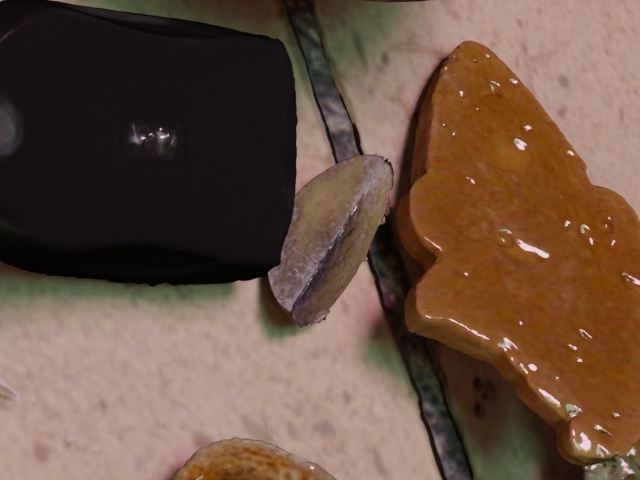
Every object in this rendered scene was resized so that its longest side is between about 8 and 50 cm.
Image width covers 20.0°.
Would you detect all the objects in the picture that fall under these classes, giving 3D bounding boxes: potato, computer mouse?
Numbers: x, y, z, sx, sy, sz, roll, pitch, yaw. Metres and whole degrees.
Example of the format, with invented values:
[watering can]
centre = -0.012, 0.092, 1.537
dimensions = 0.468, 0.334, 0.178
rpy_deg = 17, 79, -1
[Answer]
[potato]
centre = 0.001, 0.000, 0.879
dimensions = 0.093, 0.036, 0.037
rpy_deg = -59, 152, -16
[computer mouse]
centre = -0.091, -0.041, 0.782
dimensions = 0.217, 0.073, 0.122
rpy_deg = 5, 90, -49

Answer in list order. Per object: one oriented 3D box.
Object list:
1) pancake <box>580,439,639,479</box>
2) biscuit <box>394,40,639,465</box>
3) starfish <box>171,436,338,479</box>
[pancake]
centre = 0.202, 0.127, 0.946
dimensions = 0.197, 0.054, 0.376
rpy_deg = 45, 33, 2
[biscuit]
centre = 0.104, 0.002, 0.926
dimensions = 0.162, 0.035, 0.250
rpy_deg = 5, 57, -30
[starfish]
centre = 0.044, 0.227, 0.791
dimensions = 0.375, 0.094, 0.327
rpy_deg = -19, 85, -53
